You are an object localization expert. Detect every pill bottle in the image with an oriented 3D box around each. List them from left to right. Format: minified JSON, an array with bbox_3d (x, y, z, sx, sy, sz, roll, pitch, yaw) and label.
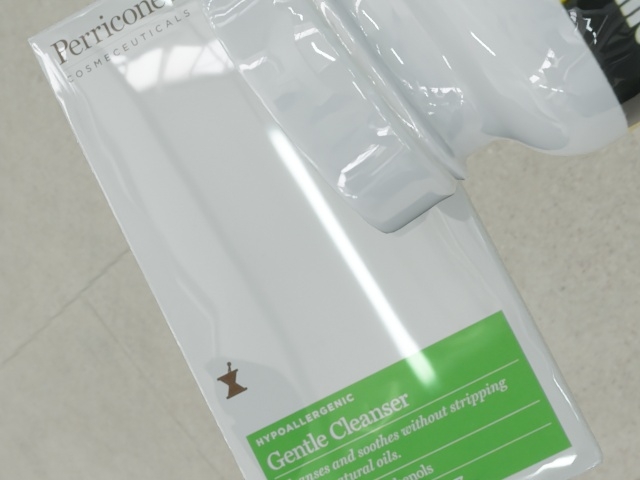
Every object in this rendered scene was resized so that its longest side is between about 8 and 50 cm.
[{"bbox_3d":[0.120,-0.154,0.396,0.334,0.188,0.188,-37,92,12],"label":"pill bottle"}]

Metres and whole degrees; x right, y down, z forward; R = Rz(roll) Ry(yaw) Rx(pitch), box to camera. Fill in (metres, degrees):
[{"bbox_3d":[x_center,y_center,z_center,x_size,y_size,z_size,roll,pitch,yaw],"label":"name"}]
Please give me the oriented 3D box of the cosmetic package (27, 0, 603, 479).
[{"bbox_3d":[0.000,0.000,0.640,0.197,0.155,0.365,-29,88,7],"label":"cosmetic package"}]
